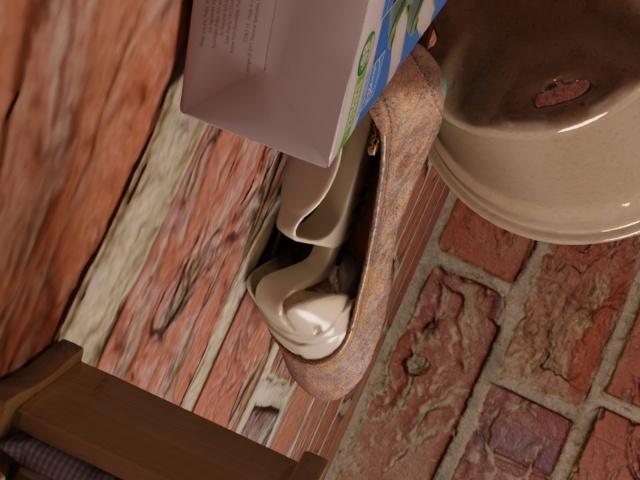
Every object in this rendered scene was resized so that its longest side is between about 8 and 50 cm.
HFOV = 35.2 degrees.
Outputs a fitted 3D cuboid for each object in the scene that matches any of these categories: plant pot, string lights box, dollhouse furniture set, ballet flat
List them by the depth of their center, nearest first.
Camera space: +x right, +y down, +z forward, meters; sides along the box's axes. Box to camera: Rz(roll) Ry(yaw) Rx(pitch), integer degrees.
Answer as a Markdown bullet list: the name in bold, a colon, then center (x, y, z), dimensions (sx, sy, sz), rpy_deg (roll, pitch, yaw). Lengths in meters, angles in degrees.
- **dollhouse furniture set**: center (-0.098, 0.144, 0.362), dimensions (0.184, 0.129, 0.129), rpy_deg (-43, 155, -71)
- **string lights box**: center (0.027, -0.162, 0.496), dimensions (0.259, 0.077, 0.133), rpy_deg (-56, 165, -49)
- **ballet flat**: center (0.000, 0.000, 0.745), dimensions (0.106, 0.107, 0.316), rpy_deg (-23, 134, -48)
- **plant pot**: center (0.199, -0.170, 0.849), dimensions (0.333, 0.334, 0.305), rpy_deg (-68, 160, 5)
